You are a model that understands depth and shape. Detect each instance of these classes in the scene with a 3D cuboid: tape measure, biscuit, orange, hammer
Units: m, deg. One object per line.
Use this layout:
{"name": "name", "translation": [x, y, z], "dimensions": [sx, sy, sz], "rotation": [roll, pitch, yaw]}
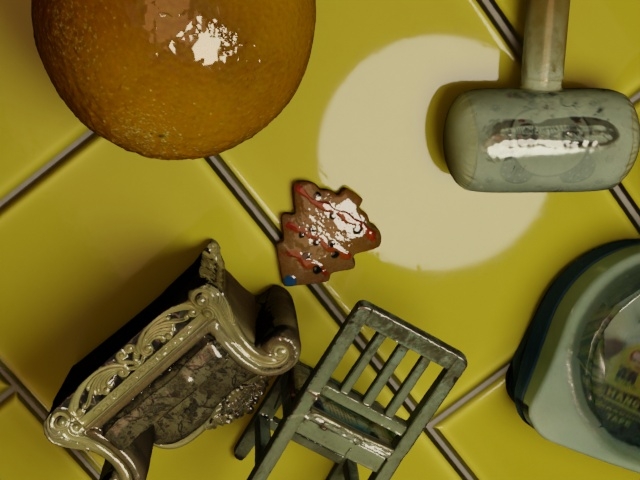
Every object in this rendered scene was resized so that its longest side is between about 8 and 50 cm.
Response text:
{"name": "tape measure", "translation": [0.366, 0.133, 1.119], "dimensions": [0.259, 0.138, 0.262], "rotation": [19, 101, -9]}
{"name": "biscuit", "translation": [0.000, 0.000, 1.120], "dimensions": [0.119, 0.019, 0.130], "rotation": [33, 99, -10]}
{"name": "orange", "translation": [-0.133, -0.212, 0.940], "dimensions": [0.274, 0.274, 0.274], "rotation": [-1, 103, -4]}
{"name": "hammer", "translation": [0.230, -0.202, 1.054], "dimensions": [0.201, 0.113, 0.306], "rotation": [-1, 98, -7]}

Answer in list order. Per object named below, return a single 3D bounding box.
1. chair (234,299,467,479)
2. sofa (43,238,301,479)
{"name": "chair", "translation": [0.024, 0.181, 1.096], "dimensions": [0.136, 0.147, 0.270], "rotation": [27, 103, -10]}
{"name": "sofa", "translation": [-0.133, 0.149, 1.053], "dimensions": [0.258, 0.200, 0.182], "rotation": [-41, 100, 4]}
